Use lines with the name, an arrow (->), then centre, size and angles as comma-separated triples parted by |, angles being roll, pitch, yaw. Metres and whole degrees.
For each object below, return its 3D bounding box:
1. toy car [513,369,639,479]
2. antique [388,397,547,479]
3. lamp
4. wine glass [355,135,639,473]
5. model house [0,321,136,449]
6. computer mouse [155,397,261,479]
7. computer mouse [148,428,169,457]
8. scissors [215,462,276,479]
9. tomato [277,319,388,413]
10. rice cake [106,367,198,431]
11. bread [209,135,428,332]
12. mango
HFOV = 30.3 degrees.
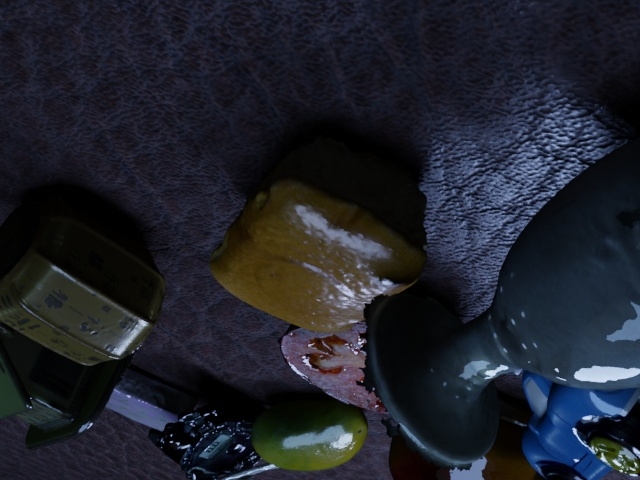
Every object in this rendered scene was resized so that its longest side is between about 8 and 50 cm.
toy car -> 0.280, 0.145, 1.205 | 0.166, 0.198, 0.314 | 34, 158, 11
antique -> 0.198, 0.304, 1.596 | 0.223, 0.129, 0.278 | 24, 149, -13
lamp -> -0.276, 0.047, 1.333 | 0.161, 0.161, 0.185 | -12, 142, 42
wine glass -> 0.210, 0.049, 0.963 | 0.190, 0.191, 0.357 | 34, 133, -32
model house -> -0.391, 0.106, 1.478 | 0.278, 0.205, 0.218 | 37, 146, -23
computer mouse -> -0.161, 0.291, 1.772 | 0.077, 0.146, 0.241 | 49, -175, 31
computer mouse -> -0.216, 0.352, 1.976 | 0.172, 0.057, 0.099 | 7, 150, 19
scissors -> -0.057, 0.339, 1.803 | 0.212, 0.021, 0.110 | -17, 155, -9
tomato -> 0.067, 0.118, 1.361 | 0.224, 0.085, 0.225 | 15, 152, 8
rice cake -> -0.324, 0.211, 1.775 | 0.298, 0.050, 0.106 | 29, 151, -24
bread -> 0.000, 0.000, 1.136 | 0.174, 0.121, 0.245 | 22, 154, -16
mango -> -0.012, 0.282, 1.701 | 0.191, 0.086, 0.122 | -8, 126, 31
